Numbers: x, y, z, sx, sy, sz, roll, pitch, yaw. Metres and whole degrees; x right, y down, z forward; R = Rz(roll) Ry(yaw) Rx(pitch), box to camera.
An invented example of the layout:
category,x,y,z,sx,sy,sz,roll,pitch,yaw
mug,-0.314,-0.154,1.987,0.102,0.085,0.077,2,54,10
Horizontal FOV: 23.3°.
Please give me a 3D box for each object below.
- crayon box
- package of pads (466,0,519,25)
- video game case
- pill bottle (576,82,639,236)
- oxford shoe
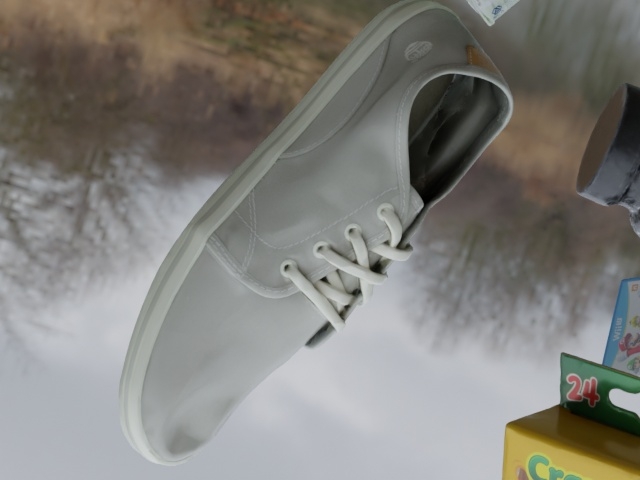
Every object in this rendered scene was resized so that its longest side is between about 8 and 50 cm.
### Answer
category,x,y,z,sx,sy,sz,roll,pitch,yaw
crayon box,0.252,0.276,1.339,0.081,0.319,0.202,-12,-161,-42
package of pads,0.144,-0.365,1.365,0.296,0.229,0.101,52,-176,33
video game case,0.356,0.083,1.533,0.015,0.119,0.166,36,150,-33
pill bottle,0.315,-0.038,1.190,0.219,0.123,0.123,22,-177,-3
oxford shoe,0.000,0.000,1.259,0.130,0.449,0.169,33,171,33
